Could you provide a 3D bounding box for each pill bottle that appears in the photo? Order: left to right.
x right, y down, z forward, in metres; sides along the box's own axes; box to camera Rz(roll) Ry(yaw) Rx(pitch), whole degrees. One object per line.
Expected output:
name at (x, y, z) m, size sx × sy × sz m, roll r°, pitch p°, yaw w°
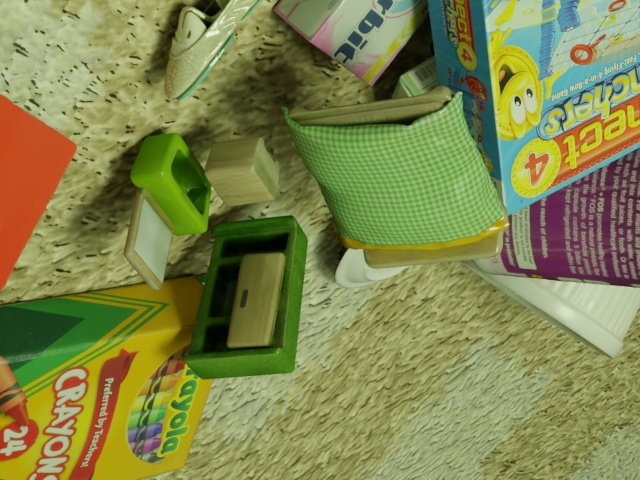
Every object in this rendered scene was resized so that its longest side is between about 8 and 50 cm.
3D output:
pill bottle at (0.308, -0.036, 1.592) m, size 0.169 × 0.301 × 0.169 m, roll 5°, pitch 90°, yaw -65°

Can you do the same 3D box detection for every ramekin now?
ramekin at (0.271, 0.033, 1.789) m, size 0.109 × 0.207 × 0.207 m, roll -57°, pitch 143°, yaw 0°

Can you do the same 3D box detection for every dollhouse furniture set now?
dollhouse furniture set at (0.000, 0.000, 1.386) m, size 0.301 × 0.151 × 0.197 m, roll -7°, pitch 143°, yaw 22°

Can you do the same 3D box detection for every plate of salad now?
plate of salad at (0.092, -0.021, 1.677) m, size 0.200 × 0.048 × 0.200 m, roll -32°, pitch 161°, yaw -13°

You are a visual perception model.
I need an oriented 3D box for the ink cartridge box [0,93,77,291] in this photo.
ink cartridge box at (-0.342, -0.010, 1.169) m, size 0.385 × 0.091 × 0.308 m, roll 37°, pitch 77°, yaw -52°

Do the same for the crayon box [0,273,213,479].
crayon box at (-0.213, 0.145, 1.528) m, size 0.318 × 0.081 × 0.202 m, roll -10°, pitch 131°, yaw -39°

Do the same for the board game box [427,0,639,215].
board game box at (0.247, -0.221, 1.451) m, size 0.308 × 0.086 × 0.302 m, roll -27°, pitch 127°, yaw -23°

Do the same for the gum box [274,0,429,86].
gum box at (0.060, -0.245, 1.426) m, size 0.188 × 0.062 × 0.107 m, roll -51°, pitch 143°, yaw 8°

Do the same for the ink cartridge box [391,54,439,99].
ink cartridge box at (0.143, -0.142, 1.606) m, size 0.171 × 0.056 × 0.235 m, roll -33°, pitch 170°, yaw -15°

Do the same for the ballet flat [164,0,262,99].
ballet flat at (-0.090, -0.197, 1.352) m, size 0.052 × 0.057 × 0.168 m, roll 39°, pitch 92°, yaw -26°

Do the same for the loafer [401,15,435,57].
loafer at (0.139, -0.227, 1.531) m, size 0.148 × 0.050 × 0.056 m, roll -45°, pitch 144°, yaw 0°
